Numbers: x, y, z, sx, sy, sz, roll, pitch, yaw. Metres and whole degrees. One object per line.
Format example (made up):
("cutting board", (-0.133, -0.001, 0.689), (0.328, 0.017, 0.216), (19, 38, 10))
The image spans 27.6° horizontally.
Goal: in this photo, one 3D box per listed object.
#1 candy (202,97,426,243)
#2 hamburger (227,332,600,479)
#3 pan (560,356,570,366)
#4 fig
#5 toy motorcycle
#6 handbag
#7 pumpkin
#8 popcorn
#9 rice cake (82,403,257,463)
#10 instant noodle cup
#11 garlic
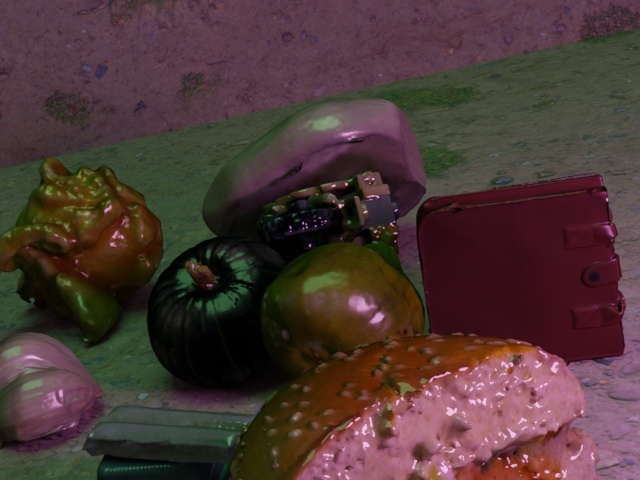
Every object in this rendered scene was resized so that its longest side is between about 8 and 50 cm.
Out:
("candy", (-0.017, -0.114, 2.344), (0.427, 0.186, 0.386), (-29, -25, 21))
("hamburger", (0.058, 0.243, 1.398), (0.445, 0.268, 0.287), (-26, 20, -34))
("pan", (0.233, 0.194, 1.753), (0.212, 0.040, 0.115), (-13, 17, 15))
("fig", (0.064, 0.089, 1.856), (0.314, 0.233, 0.233), (-31, 27, -33))
("toy motorcycle", (0.000, 0.000, 2.170), (0.237, 0.168, 0.410), (-12, -8, -11))
("handbag", (0.279, 0.048, 1.816), (0.276, 0.260, 0.084), (-6, 17, 9))
("pumpkin", (-0.151, 0.102, 1.968), (0.250, 0.216, 0.250), (-13, 49, 16))
("popcorn", (-0.442, 0.006, 2.311), (0.326, 0.290, 0.321), (2, 11, -25))
("rice cake", (-0.186, 0.244, 1.644), (0.226, 0.040, 0.085), (0, 24, 24))
("instant noodle cup", (-0.208, 0.291, 1.688), (0.179, 0.070, 0.157), (-6, 21, 10))
("garlic", (-0.433, 0.204, 1.952), (0.178, 0.142, 0.229), (-21, 13, -22))
